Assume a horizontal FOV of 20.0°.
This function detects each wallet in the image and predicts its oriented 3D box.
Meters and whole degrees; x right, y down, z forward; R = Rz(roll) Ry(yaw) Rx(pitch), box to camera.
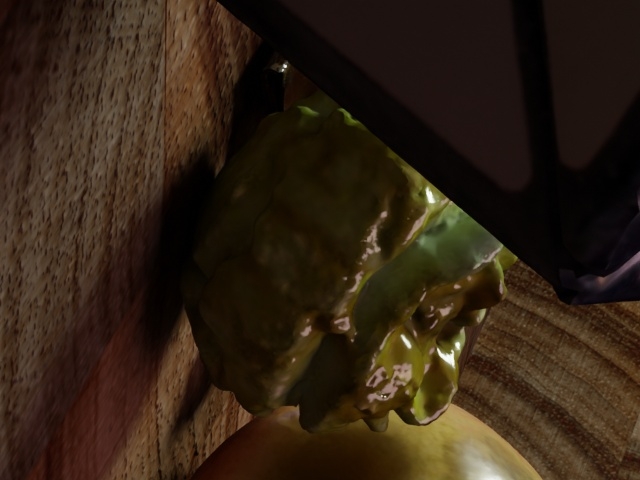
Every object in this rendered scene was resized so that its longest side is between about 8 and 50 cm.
[{"bbox_3d":[0.000,-0.141,1.174,0.095,0.026,0.176,89,20,-54],"label":"wallet"}]

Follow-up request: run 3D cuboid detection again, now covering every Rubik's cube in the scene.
[{"bbox_3d":[0.139,-0.183,0.712,0.307,0.305,0.310,2,125,-54],"label":"Rubik's cube"}]

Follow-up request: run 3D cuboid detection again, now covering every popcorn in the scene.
[{"bbox_3d":[0.016,0.010,1.098,0.221,0.183,0.204,-57,154,15],"label":"popcorn"}]

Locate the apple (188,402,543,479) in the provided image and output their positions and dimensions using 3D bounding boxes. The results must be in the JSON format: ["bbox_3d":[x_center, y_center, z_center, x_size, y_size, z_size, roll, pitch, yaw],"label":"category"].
[{"bbox_3d":[0.033,0.285,1.297,0.364,0.364,0.364,21,90,-80],"label":"apple"}]
